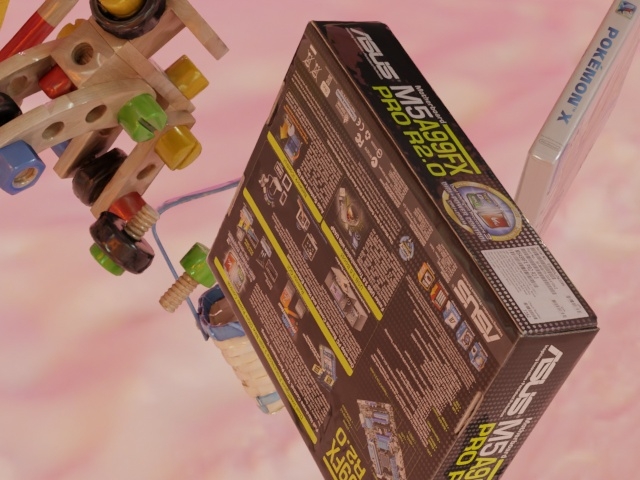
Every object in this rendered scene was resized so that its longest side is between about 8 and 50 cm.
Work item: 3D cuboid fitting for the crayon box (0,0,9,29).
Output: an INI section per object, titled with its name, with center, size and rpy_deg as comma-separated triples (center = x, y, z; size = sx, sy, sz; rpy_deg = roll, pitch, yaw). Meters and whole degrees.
[crayon box]
center = -0.378, -0.348, 1.639
size = 0.081, 0.202, 0.318
rpy_deg = 9, 78, 25

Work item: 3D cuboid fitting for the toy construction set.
[toy construction set]
center = -0.176, -0.152, 1.352
size = 0.237, 0.257, 0.309
rpy_deg = -47, 44, 7

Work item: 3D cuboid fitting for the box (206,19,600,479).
[box]
center = 0.036, 0.029, 0.994
size = 0.060, 0.216, 0.270
rpy_deg = -5, 46, -32

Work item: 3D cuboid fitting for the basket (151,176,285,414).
[basket]
center = -0.052, 0.049, 2.008
size = 0.255, 0.289, 0.201
rpy_deg = -20, 20, -5

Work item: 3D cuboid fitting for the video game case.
[video game case]
center = 0.292, -0.129, 1.843
size = 0.036, 0.329, 0.300
rpy_deg = 27, 67, 11
